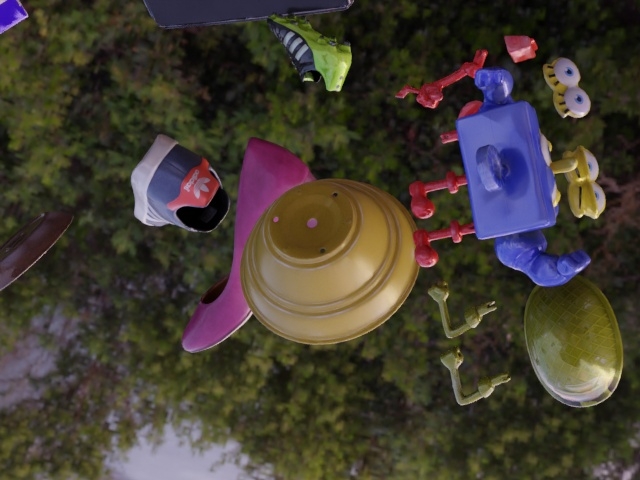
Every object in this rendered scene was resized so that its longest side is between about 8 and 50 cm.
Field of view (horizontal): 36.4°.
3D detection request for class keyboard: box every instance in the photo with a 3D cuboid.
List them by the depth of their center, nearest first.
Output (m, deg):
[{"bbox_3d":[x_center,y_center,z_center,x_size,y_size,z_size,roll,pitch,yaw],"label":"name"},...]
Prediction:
[{"bbox_3d":[-0.123,-0.397,1.375,0.317,0.033,0.201,-2,139,17],"label":"keyboard"}]

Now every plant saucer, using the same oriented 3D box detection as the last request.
[{"bbox_3d":[-0.500,0.013,1.632,0.036,0.198,0.198,49,148,-18],"label":"plant saucer"}]

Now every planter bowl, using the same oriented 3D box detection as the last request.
[{"bbox_3d":[0.000,0.000,1.098,0.217,0.217,0.090,7,152,19],"label":"planter bowl"}]

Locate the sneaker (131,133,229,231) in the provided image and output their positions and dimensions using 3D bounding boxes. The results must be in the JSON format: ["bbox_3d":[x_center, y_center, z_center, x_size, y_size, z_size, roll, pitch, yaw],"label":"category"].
[{"bbox_3d":[-0.230,-0.066,1.669,0.148,0.131,0.350,32,172,1],"label":"sneaker"}]

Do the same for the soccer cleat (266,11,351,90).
[{"bbox_3d":[-0.023,-0.258,1.320,0.060,0.072,0.179,-5,-149,-36],"label":"soccer cleat"}]

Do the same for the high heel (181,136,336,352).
[{"bbox_3d":[-0.141,0.012,1.514,0.181,0.377,0.127,39,-161,-13],"label":"high heel"}]

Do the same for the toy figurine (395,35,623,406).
[{"bbox_3d":[0.152,-0.021,0.868,0.191,0.362,0.217,-9,173,19],"label":"toy figurine"}]

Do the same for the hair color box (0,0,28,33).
[{"bbox_3d":[-0.651,-0.450,1.706,0.339,0.110,0.185,19,143,53],"label":"hair color box"}]
